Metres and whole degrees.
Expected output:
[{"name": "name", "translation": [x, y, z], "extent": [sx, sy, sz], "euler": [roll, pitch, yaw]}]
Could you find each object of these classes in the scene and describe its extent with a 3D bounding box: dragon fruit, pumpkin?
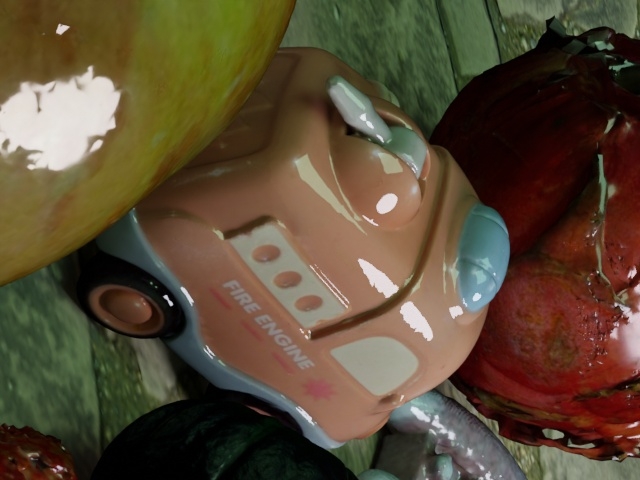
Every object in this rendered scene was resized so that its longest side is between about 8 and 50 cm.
[{"name": "dragon fruit", "translation": [0.203, -0.002, 1.249], "extent": [0.295, 0.295, 0.301], "euler": [-45, 157, -51]}, {"name": "pumpkin", "translation": [-0.040, 0.176, 0.948], "extent": [0.140, 0.202, 0.202], "euler": [-50, 123, -28]}]

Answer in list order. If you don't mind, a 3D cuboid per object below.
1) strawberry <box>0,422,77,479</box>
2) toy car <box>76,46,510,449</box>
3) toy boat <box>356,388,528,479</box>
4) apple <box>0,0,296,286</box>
[{"name": "strawberry", "translation": [-0.176, 0.159, 0.856], "extent": [0.192, 0.085, 0.140], "euler": [10, 70, -56]}, {"name": "toy car", "translation": [0.000, 0.000, 1.037], "extent": [0.270, 0.212, 0.180], "euler": [48, 44, -33]}, {"name": "toy boat", "translation": [0.112, 0.206, 1.254], "extent": [0.227, 0.085, 0.155], "euler": [51, 42, -34]}, {"name": "apple", "translation": [-0.202, -0.162, 0.721], "extent": [0.400, 0.333, 0.400], "euler": [15, 63, -33]}]
